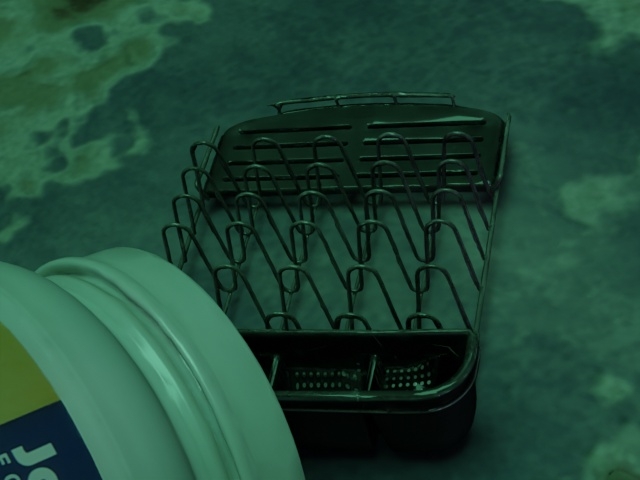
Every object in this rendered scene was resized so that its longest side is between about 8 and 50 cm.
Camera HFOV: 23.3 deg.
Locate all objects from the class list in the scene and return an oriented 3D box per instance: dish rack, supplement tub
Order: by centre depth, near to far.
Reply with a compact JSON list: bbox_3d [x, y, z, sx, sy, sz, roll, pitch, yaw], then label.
[{"bbox_3d":[-0.182,0.140,0.610,0.316,0.228,0.228,-22,40,-35],"label":"supplement tub"},{"bbox_3d":[0.000,0.000,0.850,0.208,0.074,0.271,0,46,16],"label":"dish rack"}]
